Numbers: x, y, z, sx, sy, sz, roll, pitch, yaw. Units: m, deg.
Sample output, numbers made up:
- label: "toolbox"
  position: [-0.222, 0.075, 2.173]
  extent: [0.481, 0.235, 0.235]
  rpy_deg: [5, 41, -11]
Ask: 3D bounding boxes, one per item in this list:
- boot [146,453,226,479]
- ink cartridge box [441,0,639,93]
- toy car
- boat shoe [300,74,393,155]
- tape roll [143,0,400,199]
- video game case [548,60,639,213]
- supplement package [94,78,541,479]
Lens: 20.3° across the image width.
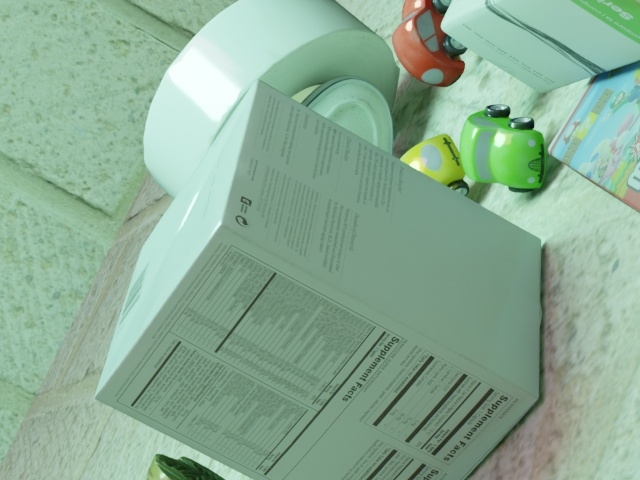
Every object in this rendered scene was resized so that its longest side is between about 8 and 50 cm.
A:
- label: "boot"
  position: [-0.172, 0.339, 1.679]
  extent: [0.269, 0.089, 0.236]
  rpy_deg: [-60, -8, -4]
- label: "ink cartridge box"
  position: [0.222, -0.239, 1.374]
  extent: [0.198, 0.115, 0.273]
  rpy_deg: [-63, 14, -11]
- label: "toy car"
  position: [0.119, -0.096, 1.545]
  extent: [0.225, 0.053, 0.239]
  rpy_deg: [-144, 49, -60]
- label: "boat shoe"
  position: [-0.008, -0.002, 1.799]
  extent: [0.367, 0.136, 0.156]
  rpy_deg: [-66, 14, -10]
- label: "tape roll"
  position: [-0.051, -0.136, 1.947]
  extent: [0.286, 0.100, 0.286]
  rpy_deg: [-32, -33, -25]
- label: "video game case"
  position: [0.262, -0.121, 1.292]
  extent: [0.204, 0.025, 0.285]
  rpy_deg: [-59, 13, 7]
- label: "supplement package"
  position: [0.005, 0.058, 1.352]
  extent: [0.198, 0.263, 0.199]
  rpy_deg: [-53, 16, 33]
